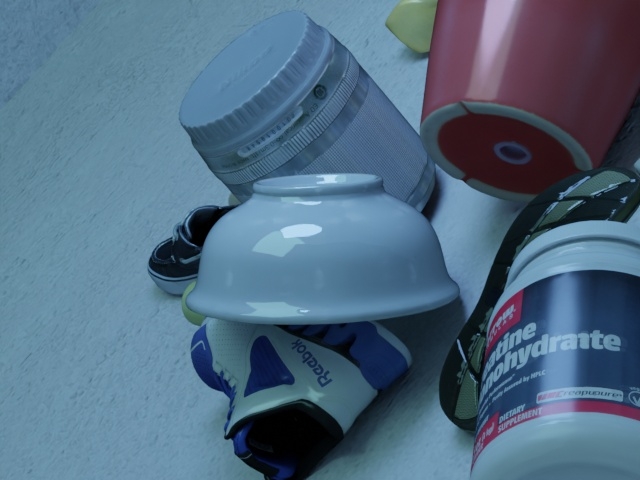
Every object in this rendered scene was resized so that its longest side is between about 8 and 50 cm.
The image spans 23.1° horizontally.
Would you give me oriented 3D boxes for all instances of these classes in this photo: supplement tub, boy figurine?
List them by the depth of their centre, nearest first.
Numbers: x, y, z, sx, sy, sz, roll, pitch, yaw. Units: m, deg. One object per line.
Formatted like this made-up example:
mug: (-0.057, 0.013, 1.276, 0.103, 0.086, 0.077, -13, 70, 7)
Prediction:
supplement tub: (0.227, 0.132, 1.297, 0.191, 0.191, 0.272, -26, 30, 30)
boy figurine: (0.188, -0.399, 2.225, 0.285, 0.092, 0.177, -63, -9, 2)

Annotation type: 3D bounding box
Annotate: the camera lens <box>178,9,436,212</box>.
camera lens: (-0.010, -0.112, 1.898, 0.219, 0.274, 0.219, -32, 28, 20)

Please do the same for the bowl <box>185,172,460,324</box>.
bowl: (0.000, 0.000, 1.695, 0.297, 0.134, 0.298, -2, 8, 0)

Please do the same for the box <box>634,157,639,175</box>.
box: (0.398, -0.023, 1.390, 0.094, 0.113, 0.275, -42, 25, 1)

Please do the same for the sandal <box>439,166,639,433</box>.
sandal: (0.222, 0.059, 1.551, 0.303, 0.086, 0.120, -59, 33, 0)

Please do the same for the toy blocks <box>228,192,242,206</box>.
toy blocks: (-0.052, -0.093, 2.179, 0.123, 0.054, 0.148, -18, 21, 25)

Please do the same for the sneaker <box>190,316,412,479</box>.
sneaker: (-0.062, 0.167, 1.716, 0.315, 0.127, 0.182, -2, 45, 51)

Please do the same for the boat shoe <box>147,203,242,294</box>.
boat shoe: (-0.151, -0.001, 2.121, 0.301, 0.102, 0.108, -6, 43, 50)

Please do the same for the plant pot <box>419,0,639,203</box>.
plant pot: (0.236, -0.191, 1.725, 0.275, 0.275, 0.243, -11, 51, 47)

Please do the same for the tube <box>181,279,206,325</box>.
tube: (-0.079, 0.086, 1.952, 0.240, 0.062, 0.070, 2, 93, 49)
